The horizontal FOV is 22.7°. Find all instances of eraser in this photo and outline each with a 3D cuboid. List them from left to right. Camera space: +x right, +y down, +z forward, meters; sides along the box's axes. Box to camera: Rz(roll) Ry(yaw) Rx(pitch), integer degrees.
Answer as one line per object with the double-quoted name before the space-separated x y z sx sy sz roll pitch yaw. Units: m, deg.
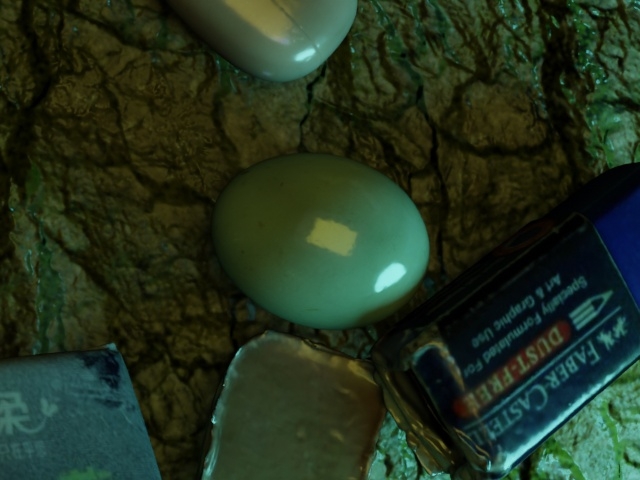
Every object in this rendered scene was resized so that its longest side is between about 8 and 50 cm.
"eraser" 0.204 0.073 1.426 0.332 0.101 0.155 -35 100 -27

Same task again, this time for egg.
"egg" 0.000 0.000 1.367 0.192 0.149 0.149 14 81 -9

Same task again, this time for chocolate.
"chocolate" -0.042 0.210 1.368 0.161 0.083 0.261 25 65 -15

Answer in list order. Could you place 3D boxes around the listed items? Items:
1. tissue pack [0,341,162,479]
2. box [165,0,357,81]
"tissue pack" -0.226 0.283 1.180 0.288 0.124 0.394 -2 65 -43
"box" -0.061 -0.234 1.398 0.200 0.088 0.146 44 73 -9
